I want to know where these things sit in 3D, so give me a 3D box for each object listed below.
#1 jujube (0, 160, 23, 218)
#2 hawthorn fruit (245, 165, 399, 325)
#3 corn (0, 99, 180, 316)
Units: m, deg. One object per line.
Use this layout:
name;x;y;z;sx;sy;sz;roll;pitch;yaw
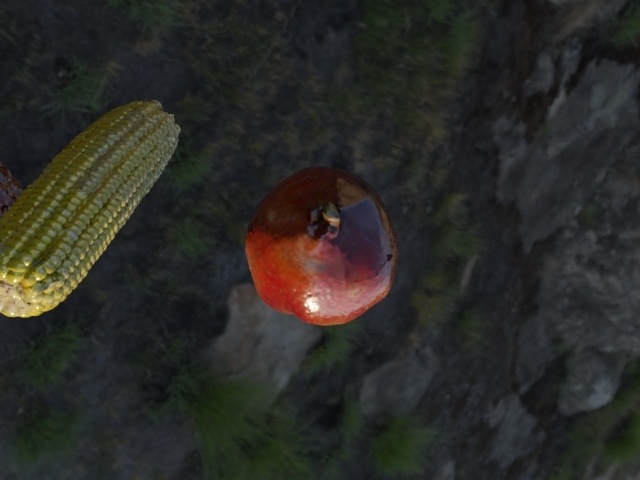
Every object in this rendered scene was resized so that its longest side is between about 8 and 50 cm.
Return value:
jujube;-0.582;-0.069;1.452;0.290;0.197;0.197;38;78;-25
hawthorn fruit;0.000;0.000;0.975;0.169;0.169;0.188;-53;162;-16
corn;-0.154;-0.024;0.613;0.085;0.063;0.165;-41;-165;52
